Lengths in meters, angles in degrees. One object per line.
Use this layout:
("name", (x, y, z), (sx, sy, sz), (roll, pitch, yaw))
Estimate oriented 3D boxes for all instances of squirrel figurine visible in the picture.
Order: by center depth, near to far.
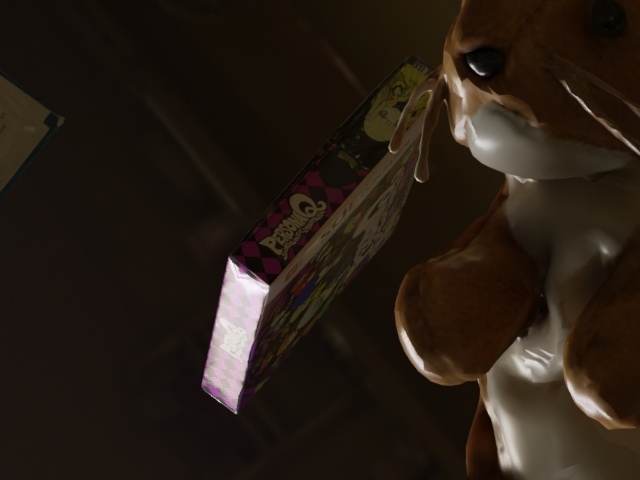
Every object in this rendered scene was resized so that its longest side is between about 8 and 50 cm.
("squirrel figurine", (0.200, -0.023, 1.102), (0.281, 0.397, 0.370), (0, 109, 48))

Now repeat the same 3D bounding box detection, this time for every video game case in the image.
("video game case", (0.000, 0.000, 1.388), (0.042, 0.210, 0.232), (37, 154, 10))

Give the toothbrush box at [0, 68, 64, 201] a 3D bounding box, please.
("toothbrush box", (-0.268, -0.016, 1.065), (0.126, 0.216, 0.295), (39, 173, -11))
